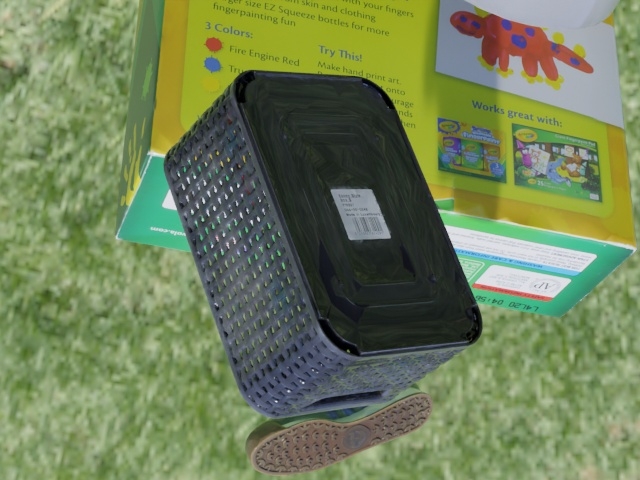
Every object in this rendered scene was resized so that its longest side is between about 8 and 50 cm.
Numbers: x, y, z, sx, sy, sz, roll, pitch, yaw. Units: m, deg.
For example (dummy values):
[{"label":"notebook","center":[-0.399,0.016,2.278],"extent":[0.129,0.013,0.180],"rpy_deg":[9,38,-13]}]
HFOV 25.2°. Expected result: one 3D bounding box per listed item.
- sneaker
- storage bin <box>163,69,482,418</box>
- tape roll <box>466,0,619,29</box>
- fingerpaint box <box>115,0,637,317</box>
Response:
[{"label":"sneaker","center":[0.007,0.166,1.393],"extent":[0.192,0.086,0.064],"rpy_deg":[-14,125,-20]},{"label":"storage bin","center":[0.000,0.000,0.824],"extent":[0.122,0.180,0.084],"rpy_deg":[-2,152,-41]},{"label":"tape roll","center":[0.170,-0.272,1.236],"extent":[0.219,0.219,0.072],"rpy_deg":[13,128,-11]},{"label":"fingerpaint box","center":[0.050,-0.153,1.350],"extent":[0.444,0.371,0.163],"rpy_deg":[10,150,-16]}]
